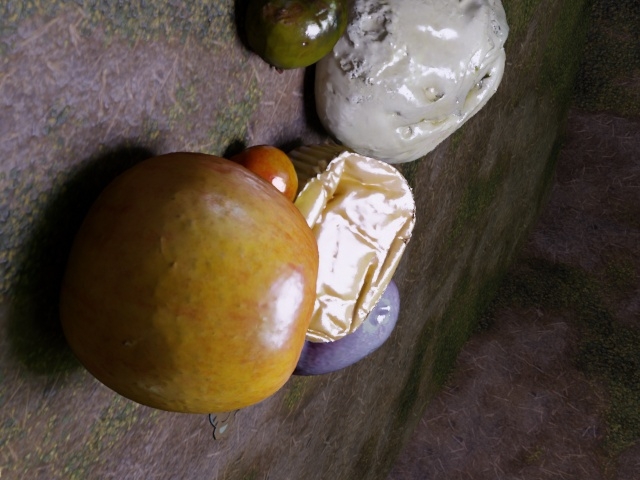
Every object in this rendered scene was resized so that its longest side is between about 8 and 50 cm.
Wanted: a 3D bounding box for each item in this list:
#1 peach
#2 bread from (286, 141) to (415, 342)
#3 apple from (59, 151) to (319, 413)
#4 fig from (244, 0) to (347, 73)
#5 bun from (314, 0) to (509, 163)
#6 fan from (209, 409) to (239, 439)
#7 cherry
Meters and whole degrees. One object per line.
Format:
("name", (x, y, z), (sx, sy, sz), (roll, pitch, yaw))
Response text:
("peach", (-0.078, -0.076, 1.425), (0.101, 0.100, 0.101), (-53, 155, -38))
("bread", (0.000, 0.000, 1.557), (0.156, 0.204, 0.288), (24, -85, 67))
("apple", (-0.130, 0.052, 1.177), (0.299, 0.275, 0.299), (16, 90, -74))
("fig", (-0.021, -0.268, 1.346), (0.185, 0.126, 0.133), (59, 42, -62))
("bun", (0.144, -0.266, 1.632), (0.362, 0.234, 0.326), (-38, 150, -44))
("fan", (-0.140, 0.219, 1.701), (0.153, 0.008, 0.227), (-57, 158, -29))
("cherry", (0.022, 0.108, 1.734), (0.183, 0.213, 0.266), (38, 80, -24))
